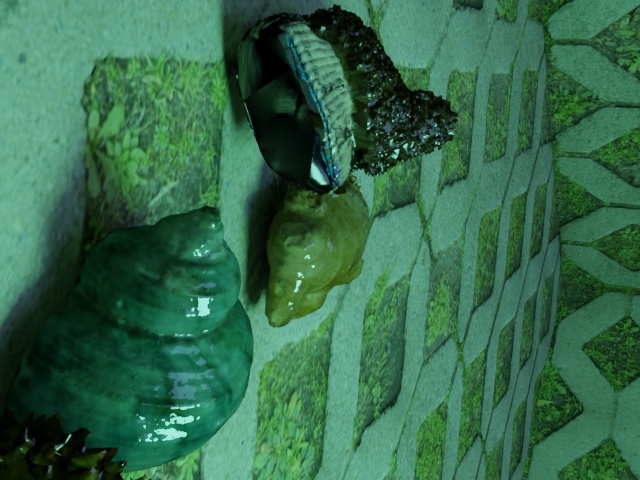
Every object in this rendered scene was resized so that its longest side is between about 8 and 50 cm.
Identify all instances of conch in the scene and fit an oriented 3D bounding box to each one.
[{"bbox_3d":[-0.126,0.070,0.661,0.196,0.134,0.202,-3,99,-68],"label":"conch"}]

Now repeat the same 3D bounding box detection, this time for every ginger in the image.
[{"bbox_3d":[0.000,0.000,0.978,0.216,0.102,0.157,-44,139,-58],"label":"ginger"}]

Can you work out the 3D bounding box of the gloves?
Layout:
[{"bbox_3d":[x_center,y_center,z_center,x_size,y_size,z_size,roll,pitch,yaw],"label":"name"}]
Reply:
[{"bbox_3d":[0.032,-0.152,0.941,0.210,0.135,0.312,51,26,-2],"label":"gloves"}]

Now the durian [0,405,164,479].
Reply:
[{"bbox_3d":[-0.160,0.225,0.501,0.293,0.258,0.258,65,38,-59],"label":"durian"}]
